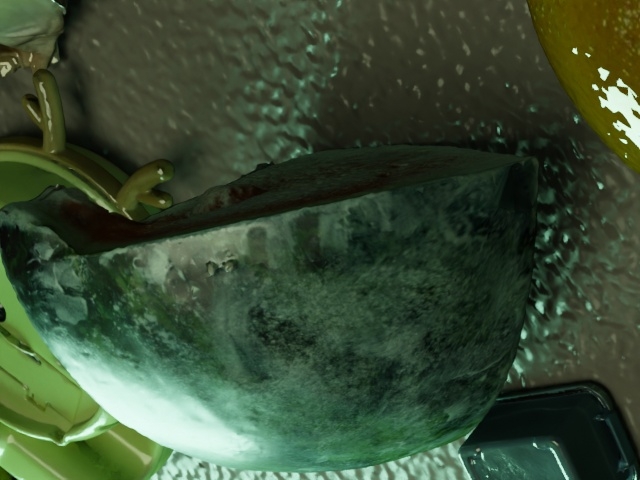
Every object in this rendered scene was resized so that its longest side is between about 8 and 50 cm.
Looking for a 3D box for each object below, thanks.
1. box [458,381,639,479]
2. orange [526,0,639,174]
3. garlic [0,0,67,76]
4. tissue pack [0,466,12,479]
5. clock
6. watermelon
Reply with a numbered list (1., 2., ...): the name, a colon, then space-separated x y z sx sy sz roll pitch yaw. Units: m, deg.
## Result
1. box: 0.135 0.133 1.039 0.099 0.054 0.074 -14 105 43
2. orange: 0.193 -0.126 0.723 0.236 0.236 0.236 19 126 28
3. garlic: -0.273 -0.172 1.123 0.229 0.178 0.142 -25 68 26
4. tissue pack: -0.329 0.233 1.417 0.178 0.127 0.123 -25 92 43
5. clock: -0.191 0.033 1.205 0.235 0.096 0.308 35 131 17
6. watermelon: 0.000 0.000 0.969 0.320 0.213 0.289 32 131 -26
